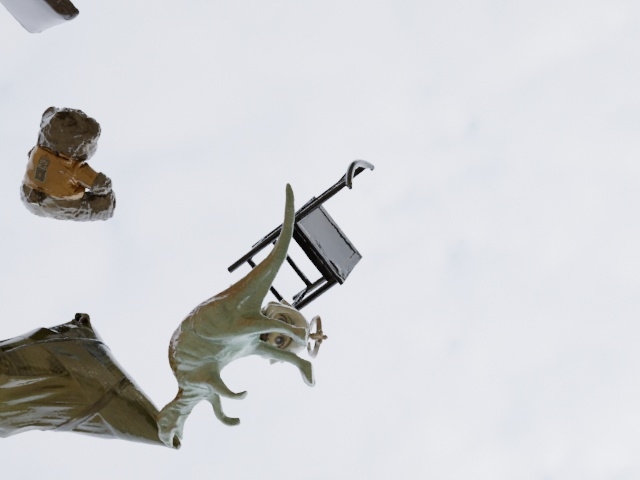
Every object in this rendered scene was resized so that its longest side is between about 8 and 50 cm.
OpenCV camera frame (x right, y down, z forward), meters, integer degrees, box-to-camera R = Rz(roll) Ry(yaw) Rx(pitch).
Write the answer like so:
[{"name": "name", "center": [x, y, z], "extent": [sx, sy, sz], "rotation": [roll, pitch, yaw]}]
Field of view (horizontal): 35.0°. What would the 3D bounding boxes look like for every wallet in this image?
[{"name": "wallet", "center": [-0.473, -0.405, 1.582], "extent": [0.049, 0.182, 0.229], "rotation": [-49, -156, -17]}]

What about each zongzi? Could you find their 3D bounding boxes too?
[{"name": "zongzi", "center": [-0.363, 0.237, 1.412], "extent": [0.274, 0.125, 0.251], "rotation": [42, -143, 26]}]

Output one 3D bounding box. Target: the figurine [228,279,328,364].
[{"name": "figurine", "center": [-0.070, 0.133, 1.522], "extent": [0.154, 0.132, 0.132], "rotation": [11, -124, -12]}]

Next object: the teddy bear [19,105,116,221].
[{"name": "teddy bear", "center": [-0.423, -0.126, 1.668], "extent": [0.177, 0.140, 0.190], "rotation": [18, -79, 28]}]

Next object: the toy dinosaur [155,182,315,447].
[{"name": "toy dinosaur", "center": [-0.096, 0.114, 1.373], "extent": [0.206, 0.092, 0.392], "rotation": [14, -82, 7]}]

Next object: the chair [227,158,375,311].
[{"name": "chair", "center": [0.000, 0.000, 1.634], "extent": [0.260, 0.154, 0.141], "rotation": [-36, -85, 22]}]
